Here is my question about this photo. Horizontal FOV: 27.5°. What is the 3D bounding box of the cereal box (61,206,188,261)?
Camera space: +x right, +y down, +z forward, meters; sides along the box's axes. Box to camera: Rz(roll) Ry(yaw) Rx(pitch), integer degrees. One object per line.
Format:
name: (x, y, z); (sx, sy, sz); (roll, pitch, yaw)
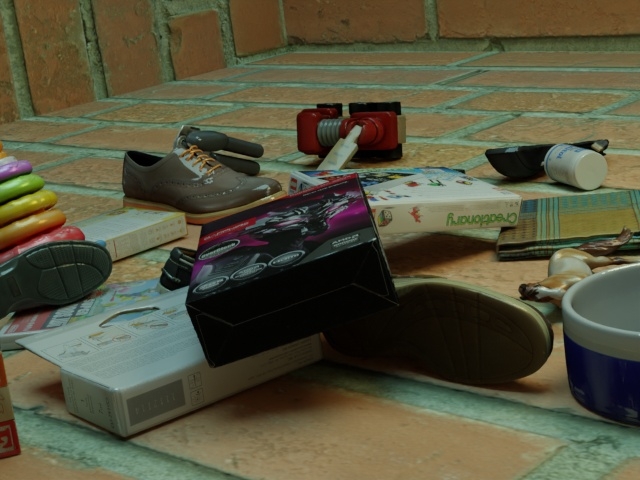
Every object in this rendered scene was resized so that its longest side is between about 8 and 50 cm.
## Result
cereal box: (-0.376, -0.004, 2.277); (0.173, 0.047, 0.240); (8, 22, 44)

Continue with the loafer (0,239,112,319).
loafer: (-0.437, 0.059, 1.910); (0.268, 0.096, 0.084); (-20, 14, -32)

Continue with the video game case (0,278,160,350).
video game case: (-0.307, 0.101, 1.910); (0.285, 0.025, 0.204); (-6, 15, 3)

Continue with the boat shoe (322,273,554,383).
boat shoe: (0.151, 0.090, 1.581); (0.123, 0.123, 0.342); (-23, 16, -41)

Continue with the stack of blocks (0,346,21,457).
stack of blocks: (-0.443, 0.105, 1.441); (0.171, 0.297, 0.087); (-12, 18, -14)

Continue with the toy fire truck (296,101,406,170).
toy fire truck: (0.033, -0.201, 2.674); (0.217, 0.158, 0.246); (3, 8, 31)

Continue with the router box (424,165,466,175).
router box: (0.193, -0.102, 2.393); (0.122, 0.038, 0.092); (-20, 21, -40)

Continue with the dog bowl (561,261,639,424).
dog bowl: (0.399, 0.106, 1.429); (0.265, 0.104, 0.265); (-6, 15, 2)

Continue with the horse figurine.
horse figurine: (0.358, 0.050, 1.728); (0.175, 0.066, 0.263); (3, 20, 13)

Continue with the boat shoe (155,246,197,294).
boat shoe: (-0.135, 0.040, 1.905); (0.084, 0.079, 0.233); (23, 17, 37)

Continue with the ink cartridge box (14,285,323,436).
ink cartridge box: (-0.191, 0.139, 1.643); (0.296, 0.066, 0.261); (-18, 18, -35)

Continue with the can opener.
can opener: (-0.189, -0.174, 2.614); (0.095, 0.076, 0.283); (14, 3, 32)

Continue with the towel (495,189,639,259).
towel: (0.465, -0.031, 2.024); (0.370, 0.040, 0.271); (-5, 14, 14)

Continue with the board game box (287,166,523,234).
board game box: (0.129, -0.064, 1.994); (0.305, 0.053, 0.193); (-4, 18, -33)

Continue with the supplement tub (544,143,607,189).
supplement tub: (0.452, -0.131, 2.324); (0.071, 0.071, 0.107); (-13, 16, -20)

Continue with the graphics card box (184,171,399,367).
graphics card box: (-0.038, 0.026, 1.623); (0.233, 0.094, 0.371); (-18, 16, 4)

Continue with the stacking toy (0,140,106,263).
stacking toy: (-0.486, -0.070, 2.057); (0.175, 0.301, 0.166); (-21, 3, 36)

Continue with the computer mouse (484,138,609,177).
computer mouse: (0.430, -0.151, 2.437); (0.184, 0.060, 0.262); (-2, 4, 32)

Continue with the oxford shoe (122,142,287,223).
oxford shoe: (-0.229, -0.110, 2.431); (0.364, 0.132, 0.130); (2, 18, 30)
